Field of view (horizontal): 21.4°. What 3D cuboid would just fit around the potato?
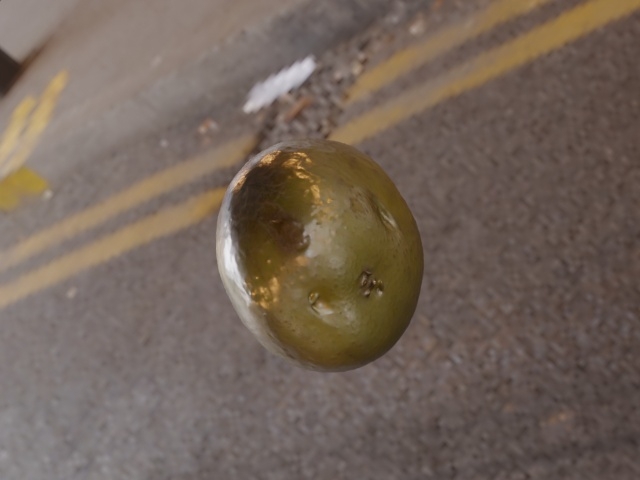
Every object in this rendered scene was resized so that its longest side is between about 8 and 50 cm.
[{"bbox_3d":[0.000,0.000,1.323,0.159,0.174,0.251,-5,19,1],"label":"potato"}]
